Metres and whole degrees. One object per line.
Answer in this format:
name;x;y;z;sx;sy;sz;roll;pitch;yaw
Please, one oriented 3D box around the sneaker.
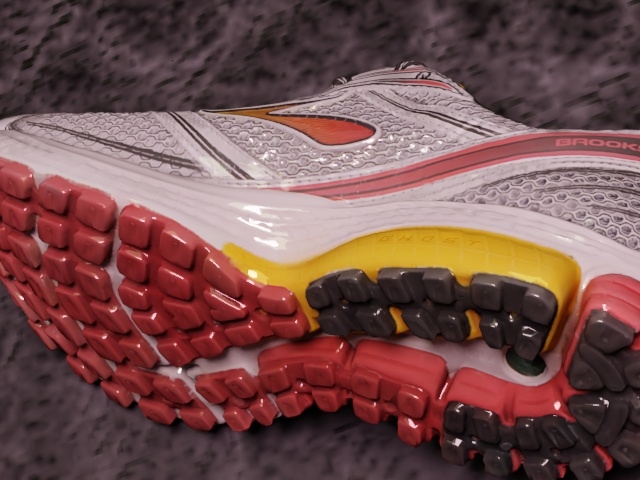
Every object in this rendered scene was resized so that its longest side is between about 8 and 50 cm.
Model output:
sneaker;0.000;0.000;0.510;0.225;0.088;0.093;11;46;25
